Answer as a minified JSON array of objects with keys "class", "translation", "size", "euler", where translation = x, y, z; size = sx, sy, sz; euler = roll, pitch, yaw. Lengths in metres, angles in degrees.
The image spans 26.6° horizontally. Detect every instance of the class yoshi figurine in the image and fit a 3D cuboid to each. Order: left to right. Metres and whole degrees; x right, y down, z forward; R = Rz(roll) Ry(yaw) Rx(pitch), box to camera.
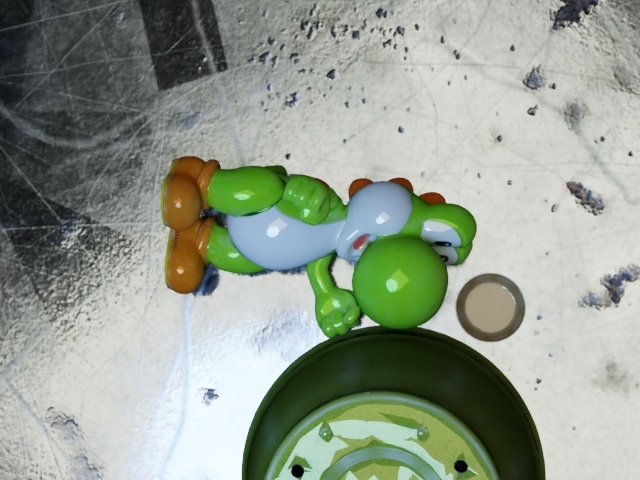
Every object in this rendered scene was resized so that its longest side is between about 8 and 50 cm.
[{"class":"yoshi figurine","translation":[-0.001,0.013,1.561],"size":[0.362,0.203,0.202],"euler":[4,90,1]}]

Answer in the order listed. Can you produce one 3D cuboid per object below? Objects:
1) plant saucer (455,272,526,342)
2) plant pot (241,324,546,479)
[{"class":"plant saucer","translation":[0.204,0.080,1.625],"size":[0.083,0.015,0.083],"euler":[0,87,4]},{"class":"plant pot","translation":[0.073,0.274,1.455],"size":[0.367,0.353,0.366],"euler":[0,87,4]}]
